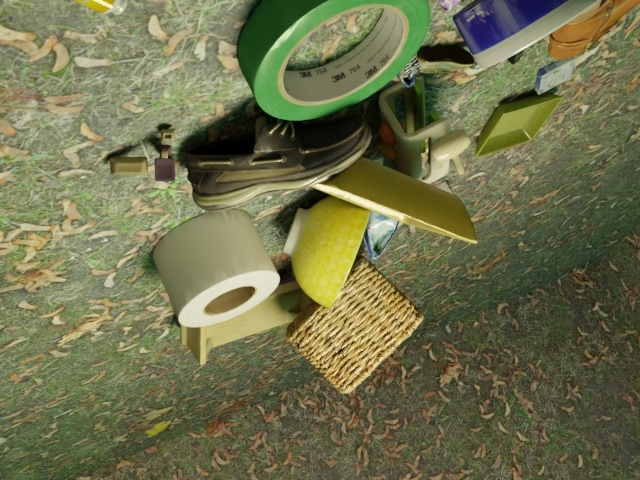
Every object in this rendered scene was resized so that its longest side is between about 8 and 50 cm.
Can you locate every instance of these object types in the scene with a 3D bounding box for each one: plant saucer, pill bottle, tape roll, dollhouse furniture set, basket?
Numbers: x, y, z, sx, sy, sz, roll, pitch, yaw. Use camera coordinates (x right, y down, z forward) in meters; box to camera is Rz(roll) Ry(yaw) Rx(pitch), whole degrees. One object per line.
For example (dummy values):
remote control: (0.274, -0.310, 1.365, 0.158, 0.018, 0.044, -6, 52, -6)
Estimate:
plant saucer: (0.123, -0.102, 1.637, 0.333, 0.081, 0.333, 21, -179, -21)
pill bottle: (-0.288, -0.317, 1.023, 0.043, 0.043, 0.083, -36, 157, 23)
tape roll: (0.023, -0.330, 1.324, 0.321, 0.077, 0.321, -23, 159, -9)
plant saucer: (0.483, -0.296, 1.996, 0.188, 0.045, 0.188, -18, 157, -22)
dollhouse furniture set: (-0.313, -0.157, 1.418, 0.114, 0.091, 0.081, -1, -163, -7)
basket: (0.084, 0.216, 2.103, 0.299, 0.223, 0.213, -46, -175, 0)
tape roll: (-0.235, 0.065, 1.807, 0.246, 0.169, 0.246, -24, 158, -10)

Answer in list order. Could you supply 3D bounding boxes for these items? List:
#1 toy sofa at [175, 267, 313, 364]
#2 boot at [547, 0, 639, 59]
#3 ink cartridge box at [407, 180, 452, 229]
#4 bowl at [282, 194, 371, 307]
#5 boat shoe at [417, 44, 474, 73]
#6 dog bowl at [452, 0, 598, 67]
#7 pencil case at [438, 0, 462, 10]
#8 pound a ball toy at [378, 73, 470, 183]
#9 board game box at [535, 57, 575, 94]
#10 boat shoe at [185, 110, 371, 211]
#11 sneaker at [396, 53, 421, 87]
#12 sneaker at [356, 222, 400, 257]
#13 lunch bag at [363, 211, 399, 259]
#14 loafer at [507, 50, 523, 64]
toy sofa: (-0.209, 0.184, 2.191, 0.363, 0.177, 0.150, -15, 131, -28)
boot: (0.603, -0.474, 1.631, 0.283, 0.109, 0.220, -23, 158, -5)
ink cartridge box: (0.297, -0.097, 2.222, 0.135, 0.056, 0.099, -25, 158, -5)
bowl: (0.000, 0.000, 1.910, 0.156, 0.289, 0.289, 22, 146, -4)
boat shoe: (0.240, -0.353, 1.576, 0.135, 0.050, 0.045, -3, 153, -27)
dog bowl: (0.359, -0.406, 1.348, 0.265, 0.104, 0.265, -33, -170, 6)
pencil case: (0.273, -0.457, 1.306, 0.206, 0.086, 0.088, -31, -165, 8)
pound a ball toy: (0.204, -0.191, 1.680, 0.136, 0.208, 0.319, -27, 160, -2)
board game box: (0.554, -0.392, 1.893, 0.090, 0.020, 0.090, -26, 159, -1)
boat shoe: (-0.082, -0.165, 1.463, 0.355, 0.132, 0.130, -20, 123, 1)
sneaker: (0.168, -0.338, 1.504, 0.052, 0.058, 0.135, -25, 158, -6)
sneaker: (0.132, -0.025, 2.132, 0.297, 0.111, 0.129, -31, 166, 13)
lunch bag: (0.144, -0.037, 1.988, 0.096, 0.151, 0.129, 11, -167, -1)
loafer: (0.401, -0.415, 1.604, 0.061, 0.062, 0.170, -31, 161, -4)
